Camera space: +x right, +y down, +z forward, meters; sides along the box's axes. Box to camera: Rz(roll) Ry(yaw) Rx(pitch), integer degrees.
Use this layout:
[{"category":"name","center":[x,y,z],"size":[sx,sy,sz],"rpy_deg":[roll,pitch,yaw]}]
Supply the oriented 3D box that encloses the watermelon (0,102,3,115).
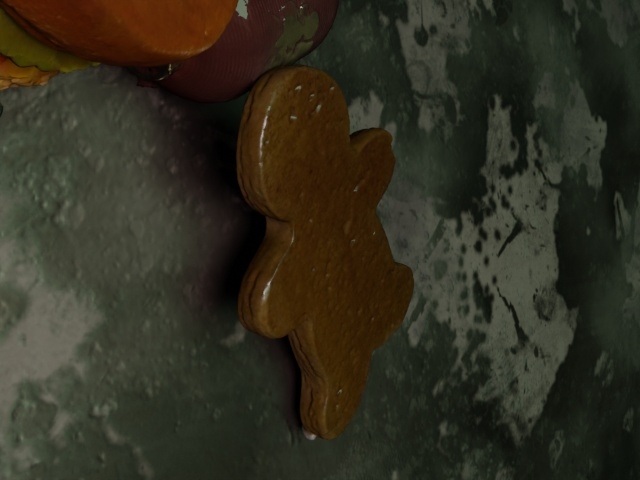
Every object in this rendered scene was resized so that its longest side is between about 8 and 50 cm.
[{"category":"watermelon","center":[-0.361,-0.116,0.494],"size":[0.301,0.129,0.123],"rpy_deg":[7,88,-60]}]

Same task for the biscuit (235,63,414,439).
[{"category":"biscuit","center":[-0.001,0.000,0.854],"size":[0.283,0.064,0.432],"rpy_deg":[-56,143,-31]}]

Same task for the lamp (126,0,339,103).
[{"category":"lamp","center":[-0.086,-0.230,0.762],"size":[0.258,0.180,0.180],"rpy_deg":[-42,119,-39]}]

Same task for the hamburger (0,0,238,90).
[{"category":"hamburger","center":[-0.202,-0.261,0.516],"size":[0.330,0.250,0.330],"rpy_deg":[2,90,-71]}]
